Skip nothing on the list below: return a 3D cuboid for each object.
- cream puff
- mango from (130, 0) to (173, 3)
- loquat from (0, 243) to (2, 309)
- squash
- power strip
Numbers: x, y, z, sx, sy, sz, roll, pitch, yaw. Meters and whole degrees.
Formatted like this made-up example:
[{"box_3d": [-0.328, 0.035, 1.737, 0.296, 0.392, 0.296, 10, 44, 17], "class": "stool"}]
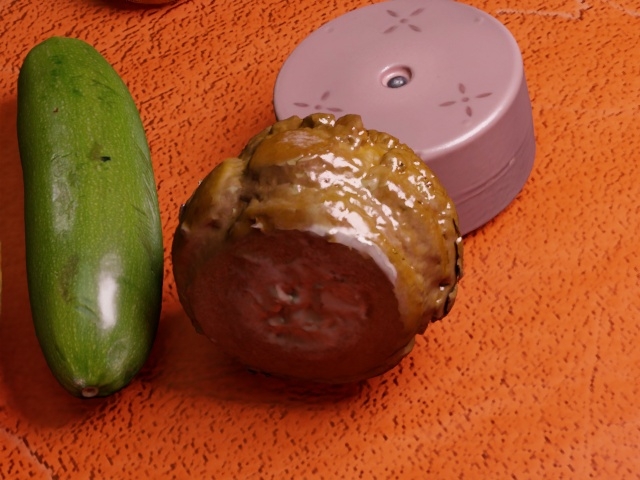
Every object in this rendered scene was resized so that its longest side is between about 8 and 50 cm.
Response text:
[{"box_3d": [0.000, 0.000, 0.985, 0.165, 0.150, 0.115, 4, 41, 17], "class": "cream puff"}, {"box_3d": [-0.129, -0.224, 1.290, 0.101, 0.066, 0.187, -25, 39, -12], "class": "mango"}, {"box_3d": [-0.267, 0.039, 0.968, 0.213, 0.213, 0.213, -6, 46, 7], "class": "loquat"}, {"box_3d": [-0.138, -0.027, 1.090, 0.082, 0.082, 0.292, -13, 45, 0], "class": "squash"}, {"box_3d": [0.051, -0.073, 1.092, 0.154, 0.078, 0.154, -8, 44, 8], "class": "power strip"}]
